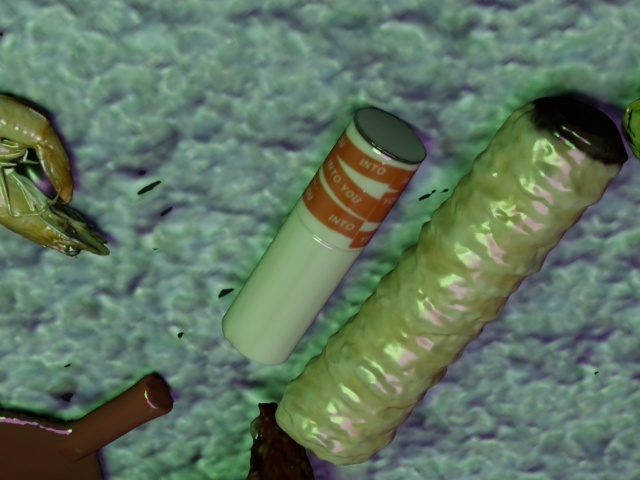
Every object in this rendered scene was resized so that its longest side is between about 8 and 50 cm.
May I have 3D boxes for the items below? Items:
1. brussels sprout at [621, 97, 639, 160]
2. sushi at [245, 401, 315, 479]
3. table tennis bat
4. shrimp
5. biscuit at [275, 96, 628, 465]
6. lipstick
[{"bbox_3d":[0.166,-0.070,0.815,0.051,0.046,0.083,13,123,-9],"label":"brussels sprout"},{"bbox_3d":[-0.105,0.228,0.929,0.296,0.167,0.179,-37,123,22],"label":"sushi"},{"bbox_3d":[-0.140,0.113,0.944,0.154,0.019,0.098,-32,122,20],"label":"table tennis bat"},{"bbox_3d":[-0.134,-0.031,0.843,0.108,0.023,0.059,30,110,-22],"label":"shrimp"},{"bbox_3d":[0.059,0.019,0.867,0.061,0.055,0.219,28,118,-16],"label":"biscuit"},{"bbox_3d":[0.000,0.000,0.860,0.038,0.038,0.131,24,121,-18],"label":"lipstick"}]
